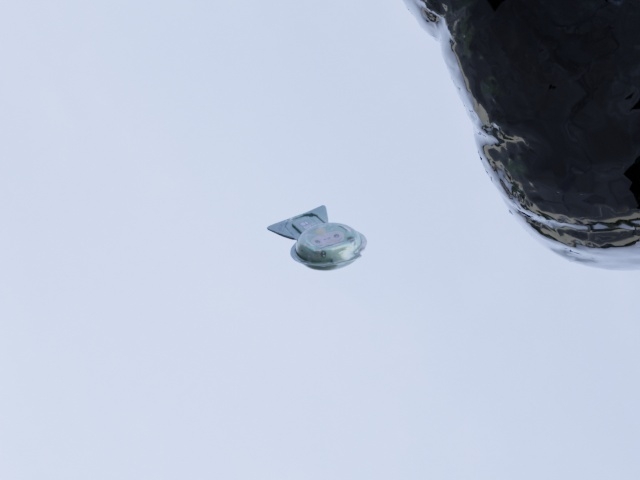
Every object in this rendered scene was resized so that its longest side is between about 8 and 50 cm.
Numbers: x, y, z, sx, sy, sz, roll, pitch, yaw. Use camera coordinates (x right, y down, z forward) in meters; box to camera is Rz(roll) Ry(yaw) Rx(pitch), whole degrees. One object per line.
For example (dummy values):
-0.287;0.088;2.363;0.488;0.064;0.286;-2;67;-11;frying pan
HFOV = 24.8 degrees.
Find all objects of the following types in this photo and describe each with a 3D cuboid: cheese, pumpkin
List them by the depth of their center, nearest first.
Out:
0.164;-0.142;0.722;0.238;0.315;0.315;-26;-85;20;pumpkin
0.000;0.000;1.280;0.121;0.067;0.026;-140;-145;-59;cheese
